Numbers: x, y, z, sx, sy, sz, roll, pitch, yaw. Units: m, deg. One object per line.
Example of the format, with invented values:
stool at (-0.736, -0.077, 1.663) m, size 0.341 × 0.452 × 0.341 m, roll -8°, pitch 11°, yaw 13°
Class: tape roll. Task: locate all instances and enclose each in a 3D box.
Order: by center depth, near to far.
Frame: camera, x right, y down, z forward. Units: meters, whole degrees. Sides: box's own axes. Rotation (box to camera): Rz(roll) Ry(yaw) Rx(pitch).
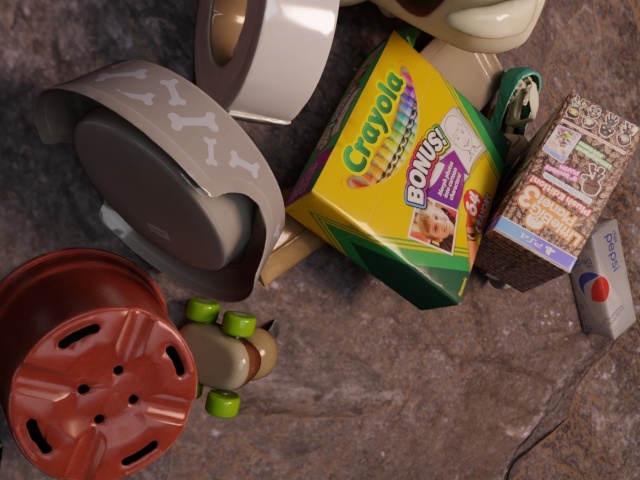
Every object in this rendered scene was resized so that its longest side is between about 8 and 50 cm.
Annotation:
tape roll at (-0.086, -0.306, 0.790) m, size 0.100 × 0.286 × 0.286 m, roll 3°, pitch 95°, yaw -31°

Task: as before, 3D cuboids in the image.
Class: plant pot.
plant pot at (-0.296, 0.158, 0.736) m, size 0.272 × 0.265 × 0.273 m, roll -4°, pitch 97°, yaw -29°

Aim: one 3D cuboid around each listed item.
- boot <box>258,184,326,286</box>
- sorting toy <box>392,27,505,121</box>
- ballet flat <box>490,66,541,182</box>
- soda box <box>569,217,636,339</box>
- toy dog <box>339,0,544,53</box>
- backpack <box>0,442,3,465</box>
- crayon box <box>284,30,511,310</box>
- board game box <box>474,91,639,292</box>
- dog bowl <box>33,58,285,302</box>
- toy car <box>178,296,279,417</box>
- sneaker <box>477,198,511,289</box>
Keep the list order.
boot at (0.000, 0.000, 0.995) m, size 0.269 × 0.089 × 0.236 m, roll -33°, pitch 98°, yaw -24°
sorting toy at (0.263, -0.323, 1.127) m, size 0.196 × 0.047 × 0.348 m, roll -45°, pitch 116°, yaw -14°
ballet flat at (0.378, -0.225, 1.127) m, size 0.083 × 0.087 × 0.248 m, roll 12°, pitch 94°, yaw -26°
soda box at (0.680, 0.091, 1.389) m, size 0.098 × 0.091 × 0.286 m, roll -28°, pitch 109°, yaw -24°
toy dog at (0.140, -0.433, 0.887) m, size 0.407 × 0.285 × 0.396 m, roll 17°, pitch 60°, yaw 8°
backpack at (-0.479, 0.276, 0.698) m, size 0.158 × 0.173 × 0.117 m, roll -3°, pitch 98°, yaw -29°
crayon box at (0.150, -0.118, 0.973) m, size 0.313 × 0.106 × 0.363 m, roll 36°, pitch 61°, yaw -21°
board game box at (0.413, -0.076, 1.044) m, size 0.141 × 0.232 × 0.291 m, roll 31°, pitch 80°, yaw 8°
dog bowl at (-0.196, -0.073, 0.735) m, size 0.102 × 0.348 × 0.349 m, roll -51°, pitch 117°, yaw -28°
toy car at (-0.131, 0.182, 0.938) m, size 0.188 × 0.148 × 0.155 m, roll 6°, pitch 98°, yaw -59°
sneaker at (0.442, -0.064, 1.214) m, size 0.146 × 0.122 × 0.331 m, roll 44°, pitch 78°, yaw -22°
